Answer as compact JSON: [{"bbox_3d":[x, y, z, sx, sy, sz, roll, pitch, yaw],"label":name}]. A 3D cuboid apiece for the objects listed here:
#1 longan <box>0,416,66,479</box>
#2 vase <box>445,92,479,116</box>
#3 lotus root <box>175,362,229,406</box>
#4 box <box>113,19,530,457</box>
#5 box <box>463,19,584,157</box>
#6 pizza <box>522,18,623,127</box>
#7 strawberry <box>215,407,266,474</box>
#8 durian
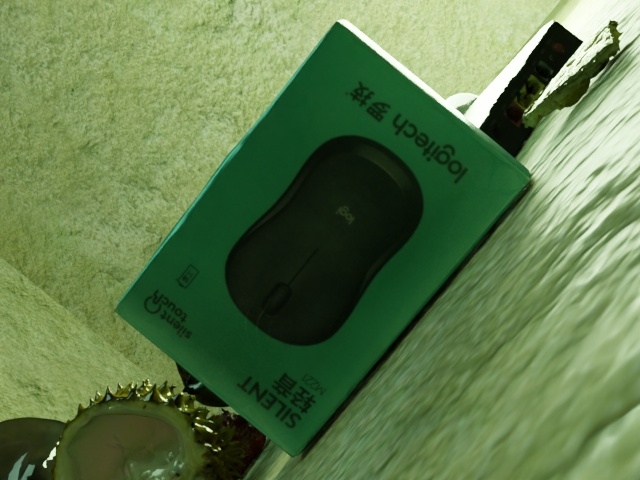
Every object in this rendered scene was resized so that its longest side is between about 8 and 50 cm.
[{"bbox_3d":[-0.381,0.370,0.984,0.288,0.288,0.350,-52,21,44],"label":"longan"},{"bbox_3d":[0.177,-0.117,1.163,0.086,0.086,0.214,-52,4,44],"label":"vase"},{"bbox_3d":[-0.058,0.106,0.975,0.241,0.124,0.123,-25,-30,-16],"label":"lotus root"},{"bbox_3d":[0.000,0.000,0.716,0.311,0.205,0.118,-50,-3,10],"label":"box"},{"bbox_3d":[0.170,-0.094,0.958,0.350,0.058,0.211,-51,2,-33],"label":"box"},{"bbox_3d":[0.228,-0.146,0.724,0.123,0.026,0.108,-49,2,-3],"label":"pizza"},{"bbox_3d":[-0.104,0.242,0.997,0.073,0.073,0.083,128,166,-77],"label":"strawberry"},{"bbox_3d":[-0.179,0.245,0.905,0.250,0.183,0.138,-52,-21,26],"label":"durian"}]
